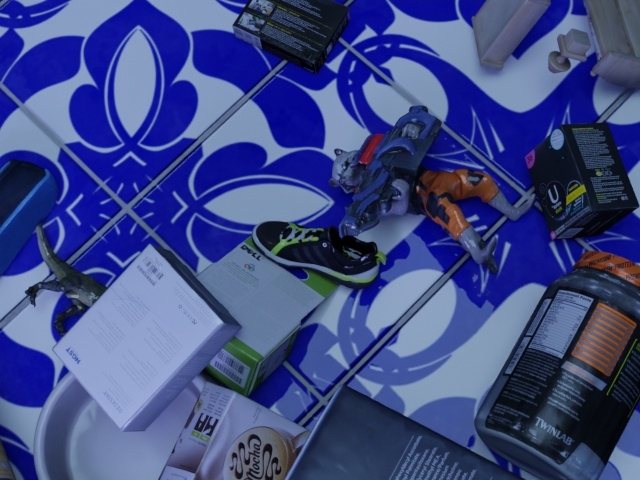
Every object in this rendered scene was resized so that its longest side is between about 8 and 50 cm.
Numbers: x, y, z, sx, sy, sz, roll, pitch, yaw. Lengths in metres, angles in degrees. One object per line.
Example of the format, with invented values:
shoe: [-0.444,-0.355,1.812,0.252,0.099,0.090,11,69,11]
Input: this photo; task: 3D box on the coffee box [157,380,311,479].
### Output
coffee box: [-0.151,0.385,1.703,0.168,0.119,0.297,33,76,-25]

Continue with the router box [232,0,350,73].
router box: [-0.053,-0.403,2.107,0.178,0.046,0.133,27,75,14]

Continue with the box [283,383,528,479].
box: [0.152,0.427,1.649,0.395,0.293,0.212,26,67,13]

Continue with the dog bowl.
dog bowl: [-0.301,0.329,1.840,0.348,0.102,0.349,-1,70,4]

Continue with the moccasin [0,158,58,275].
moccasin: [-0.600,0.001,1.985,0.116,0.138,0.342,29,61,19]

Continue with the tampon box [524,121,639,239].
tampon box: [0.432,-0.099,1.898,0.101,0.120,0.161,-5,67,-26]

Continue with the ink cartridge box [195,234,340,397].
ink cartridge box: [-0.113,0.116,1.911,0.188,0.097,0.255,34,42,16]

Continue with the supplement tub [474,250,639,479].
supplement tub: [0.400,0.198,1.764,0.207,0.207,0.338,29,75,14]

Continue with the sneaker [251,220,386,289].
sneaker: [0.000,0.000,1.921,0.234,0.097,0.084,18,47,6]

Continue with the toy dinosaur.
toy dinosaur: [-0.433,0.090,1.959,0.268,0.064,0.118,38,63,17]

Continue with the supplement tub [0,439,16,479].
supplement tub: [-0.631,0.326,1.797,0.241,0.241,0.331,-26,70,-4]

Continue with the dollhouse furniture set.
dollhouse furniture set: [0.470,-0.387,2.058,0.355,0.174,0.303,10,55,-22]

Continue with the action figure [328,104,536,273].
action figure: [0.151,-0.054,1.900,0.330,0.179,0.341,27,50,19]

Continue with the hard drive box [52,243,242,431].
hard drive box: [-0.270,0.152,1.769,0.232,0.089,0.181,-46,73,5]
